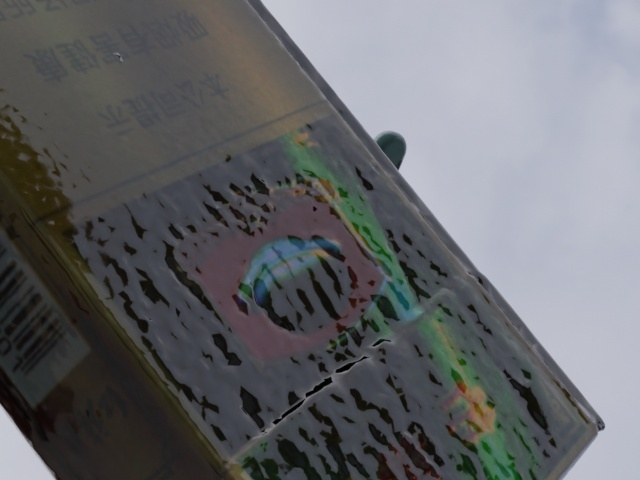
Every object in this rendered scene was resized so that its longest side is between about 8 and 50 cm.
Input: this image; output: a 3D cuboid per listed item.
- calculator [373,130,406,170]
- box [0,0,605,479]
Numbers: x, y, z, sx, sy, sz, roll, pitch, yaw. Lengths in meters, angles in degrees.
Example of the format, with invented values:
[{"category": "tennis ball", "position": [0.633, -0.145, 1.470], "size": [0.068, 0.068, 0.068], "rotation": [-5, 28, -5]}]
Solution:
[{"category": "calculator", "position": [0.000, 0.000, 0.685], "size": [0.094, 0.019, 0.141], "rotation": [13, -78, -44]}, {"category": "box", "position": [-0.032, 0.014, 0.399], "size": [0.240, 0.159, 0.071], "rotation": [51, -55, 5]}]
